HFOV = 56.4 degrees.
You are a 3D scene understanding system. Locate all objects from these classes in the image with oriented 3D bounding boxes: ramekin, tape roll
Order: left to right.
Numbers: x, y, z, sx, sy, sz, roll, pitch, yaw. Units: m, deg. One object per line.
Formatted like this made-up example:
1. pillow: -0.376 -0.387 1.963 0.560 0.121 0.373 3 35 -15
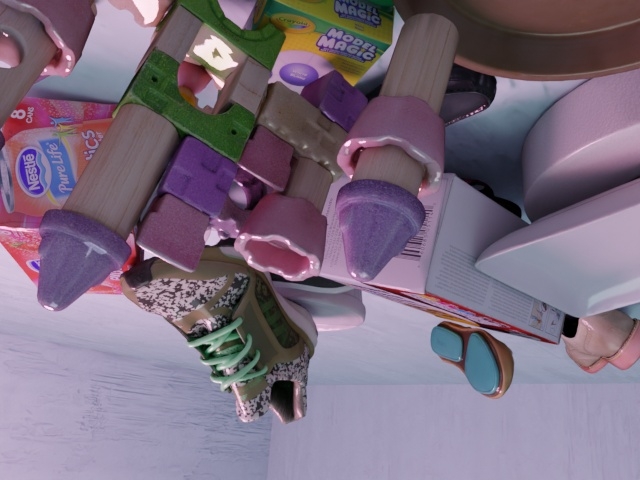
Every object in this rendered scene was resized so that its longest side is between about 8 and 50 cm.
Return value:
1. ramekin: -0.051 0.076 1.064 0.272 0.127 0.273 3 160 1
2. tape roll: 0.412 -0.077 0.621 0.391 0.072 0.392 3 161 1

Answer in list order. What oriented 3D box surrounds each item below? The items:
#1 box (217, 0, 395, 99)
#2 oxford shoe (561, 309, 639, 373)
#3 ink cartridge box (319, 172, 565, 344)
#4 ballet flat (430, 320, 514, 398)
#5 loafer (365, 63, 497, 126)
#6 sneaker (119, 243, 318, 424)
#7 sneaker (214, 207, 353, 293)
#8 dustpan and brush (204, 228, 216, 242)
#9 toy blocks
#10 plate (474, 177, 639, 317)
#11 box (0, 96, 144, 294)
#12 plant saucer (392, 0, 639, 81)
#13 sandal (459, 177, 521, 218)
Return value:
1. box: -0.013 -0.162 0.509 0.105 0.043 0.179 13 157 -21
2. oxford shoe: 0.610 0.204 1.351 0.146 0.141 0.397 32 171 15
3. ink cartridge box: 0.133 0.023 0.780 0.309 0.130 0.271 22 171 -41
4. ballet flat: 0.224 0.155 0.823 0.073 0.080 0.232 6 -174 -10
5. loafer: 0.065 -0.110 0.585 0.223 0.078 0.076 -11 156 36
6. sneaker: -0.104 0.144 0.811 0.157 0.182 0.410 -25 144 16
7. sneaker: 0.000 0.000 0.879 0.295 0.105 0.147 2 147 -28
8. dustpan and brush: -0.176 -0.026 0.899 0.147 0.061 0.211 10 160 -16
9. toy blocks: -0.110 -0.057 0.408 0.288 0.260 0.308 31 152 -26
10. plate: 0.345 0.000 0.627 0.277 0.045 0.277 -27 145 37
11. box: -0.295 -0.036 0.748 0.142 0.154 0.300 3 163 -14
12. plant saucer: 0.179 -0.196 0.378 0.277 0.041 0.278 4 160 1
13. sandal: 0.180 -0.061 0.768 0.179 0.040 0.067 16 155 -8
